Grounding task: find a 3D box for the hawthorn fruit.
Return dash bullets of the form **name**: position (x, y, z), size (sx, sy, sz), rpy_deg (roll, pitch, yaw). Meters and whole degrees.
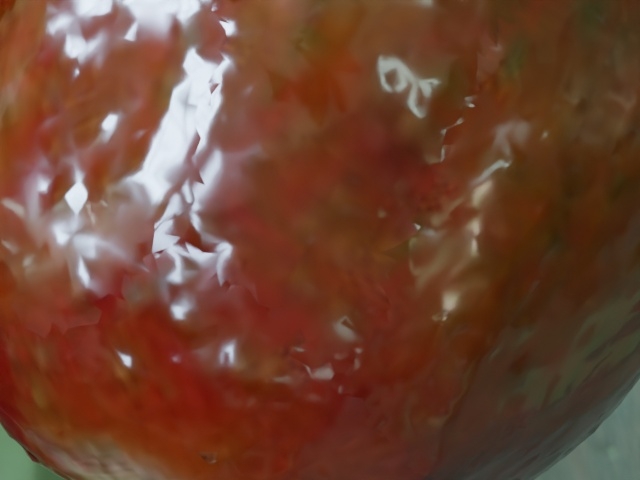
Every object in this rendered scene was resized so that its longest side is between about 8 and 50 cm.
- **hawthorn fruit**: position (0.000, 0.000, 0.613), size (0.254, 0.300, 0.254), rpy_deg (9, 18, -3)
